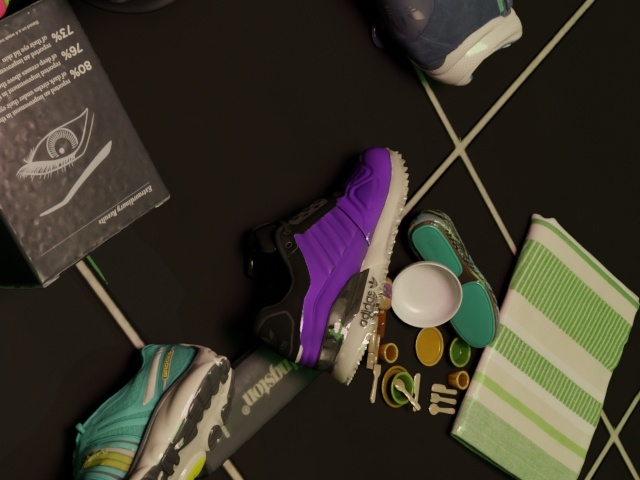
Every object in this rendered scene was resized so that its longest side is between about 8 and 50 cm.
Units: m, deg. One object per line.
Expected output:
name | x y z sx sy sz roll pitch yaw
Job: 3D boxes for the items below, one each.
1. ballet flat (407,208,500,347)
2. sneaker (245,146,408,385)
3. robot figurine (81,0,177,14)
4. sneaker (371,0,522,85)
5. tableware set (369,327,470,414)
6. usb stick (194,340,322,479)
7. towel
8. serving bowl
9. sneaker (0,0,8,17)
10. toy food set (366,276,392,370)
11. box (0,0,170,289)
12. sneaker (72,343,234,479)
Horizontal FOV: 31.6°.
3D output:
ballet flat | 0.164 0.040 1.352 0.070 0.070 0.188 -43 117 -34
sneaker | 0.000 0.000 1.181 0.146 0.102 0.293 17 52 -2
robot figurine | -0.151 -0.296 0.976 0.209 0.173 0.278 59 24 -21
sneaker | 0.167 -0.340 1.340 0.236 0.130 0.323 49 54 -40
tableware set | 0.123 0.150 1.334 0.154 0.024 0.104 16 78 -39
usb stick | -0.050 0.138 1.168 0.278 0.045 0.077 -39 114 -35
towel | 0.300 0.158 1.483 0.248 0.038 0.325 38 66 -32
serving bowl | 0.121 0.059 1.312 0.083 0.083 0.027 61 11 -21
sneaker | -0.431 -0.162 0.786 0.483 0.202 0.185 -33 150 -24
toy food set | 0.068 0.086 1.266 0.078 0.019 0.122 56 40 -82
box | -0.252 -0.083 0.960 0.153 0.108 0.207 -38 113 -36
sneaker | -0.178 0.209 1.017 0.275 0.110 0.107 -59 150 -32
